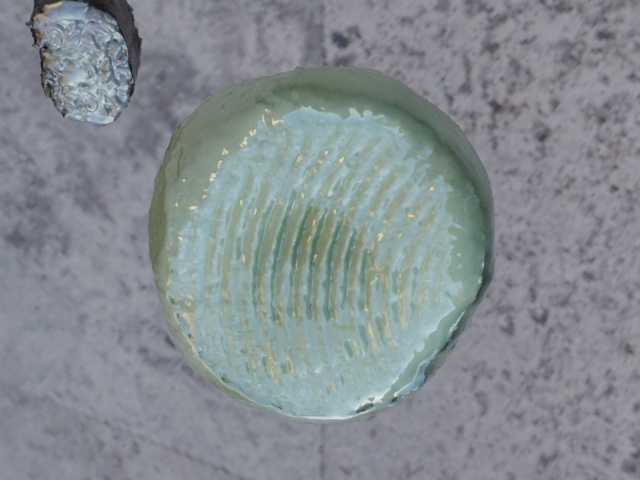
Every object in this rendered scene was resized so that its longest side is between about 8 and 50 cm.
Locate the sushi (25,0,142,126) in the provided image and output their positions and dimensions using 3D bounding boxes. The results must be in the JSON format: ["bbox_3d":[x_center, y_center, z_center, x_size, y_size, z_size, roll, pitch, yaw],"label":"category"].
[{"bbox_3d":[-0.209,-0.176,1.253,0.090,0.078,0.150,-9,136,2],"label":"sushi"}]

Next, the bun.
[{"bbox_3d":[0.000,0.000,0.764,0.195,0.118,0.195,0,103,-2],"label":"bun"}]
